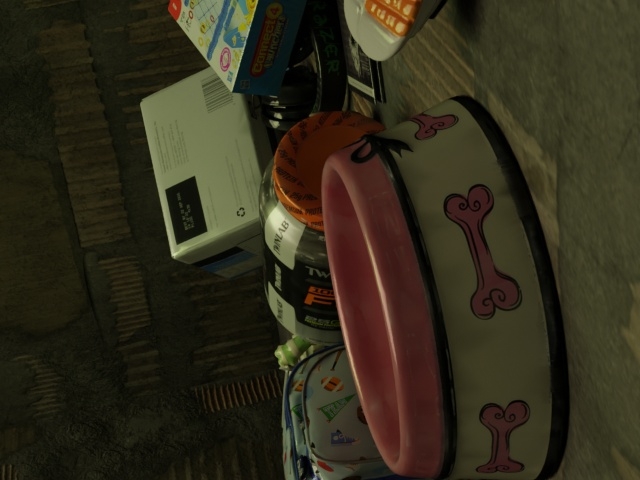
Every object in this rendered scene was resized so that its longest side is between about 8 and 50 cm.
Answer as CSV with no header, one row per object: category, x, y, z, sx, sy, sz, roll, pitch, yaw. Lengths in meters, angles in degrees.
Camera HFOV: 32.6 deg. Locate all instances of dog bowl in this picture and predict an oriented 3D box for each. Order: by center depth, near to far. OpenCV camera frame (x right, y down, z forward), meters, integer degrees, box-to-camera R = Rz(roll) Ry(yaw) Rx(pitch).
dog bowl,0.109,0.063,1.141,0.408,0.150,0.408,168,90,-82

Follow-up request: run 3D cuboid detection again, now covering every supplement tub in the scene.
supplement tub,0.021,-0.011,1.475,0.338,0.207,0.207,90,167,-61

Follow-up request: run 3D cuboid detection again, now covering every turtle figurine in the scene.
turtle figurine,0.015,0.209,1.919,0.266,0.198,0.275,-109,13,-68

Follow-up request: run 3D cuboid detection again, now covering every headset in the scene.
headset,-0.032,-0.307,1.890,0.394,0.185,0.243,-13,91,68

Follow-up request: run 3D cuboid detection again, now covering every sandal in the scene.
sandal,0.103,-0.275,1.010,0.102,0.076,0.265,58,143,28

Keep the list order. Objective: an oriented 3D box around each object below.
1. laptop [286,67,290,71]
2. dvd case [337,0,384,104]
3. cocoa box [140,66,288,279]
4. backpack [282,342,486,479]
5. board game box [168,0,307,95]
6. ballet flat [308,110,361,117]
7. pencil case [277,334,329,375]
laptop,-0.207,-0.478,2.464,0.236,0.408,0.382,-54,37,32
dvd case,0.050,-0.310,1.535,0.164,0.018,0.221,-127,27,-71
cocoa box,-0.173,-0.134,2.142,0.228,0.231,0.347,27,-136,-60
backpack,0.065,0.243,1.374,0.263,0.276,0.213,-107,17,-53
board game box,-0.123,-0.437,1.748,0.308,0.086,0.302,53,134,44
ballet flat,0.033,-0.088,1.666,0.316,0.106,0.107,91,159,-62
pencil case,0.022,0.374,2.242,0.183,0.160,0.410,-15,-86,-81
